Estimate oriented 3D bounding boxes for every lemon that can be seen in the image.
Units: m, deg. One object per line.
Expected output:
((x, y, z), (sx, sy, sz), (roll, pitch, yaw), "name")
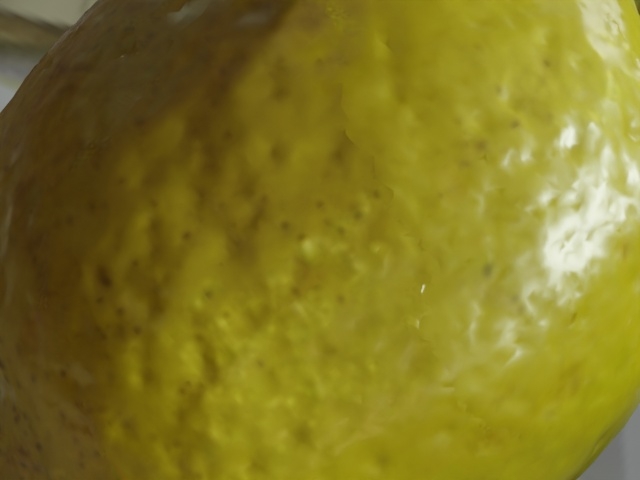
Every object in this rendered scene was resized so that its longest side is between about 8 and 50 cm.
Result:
((0.000, 0.000, 0.443), (0.207, 0.170, 0.170), (-36, -160, -4), "lemon")
